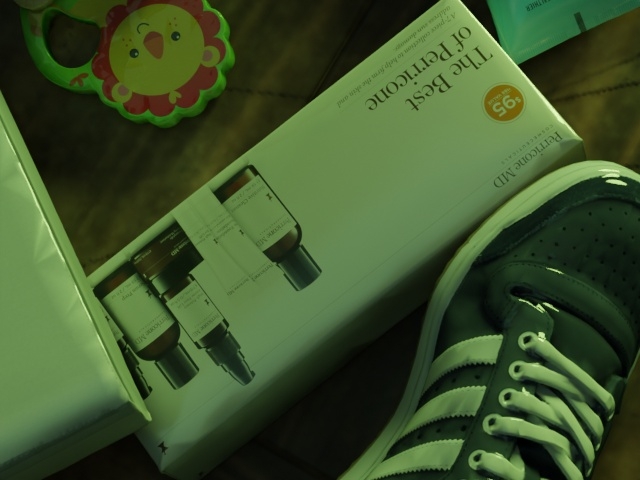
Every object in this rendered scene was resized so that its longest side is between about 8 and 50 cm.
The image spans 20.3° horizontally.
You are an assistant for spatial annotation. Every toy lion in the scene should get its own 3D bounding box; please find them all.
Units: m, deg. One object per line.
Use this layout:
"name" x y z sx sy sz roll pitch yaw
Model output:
"toy lion" -0.095 -0.100 0.885 0.100 0.034 0.096 -15 82 7

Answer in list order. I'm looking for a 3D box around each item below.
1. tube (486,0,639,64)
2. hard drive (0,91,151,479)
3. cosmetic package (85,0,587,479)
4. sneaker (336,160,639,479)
"tube" 0.083 -0.191 0.864 0.080 0.052 0.207 -27 78 9
"hard drive" -0.281 0.061 0.802 0.353 0.047 0.233 -27 66 -2
"cosmetic package" 0.000 0.000 0.825 0.239 0.060 0.099 -39 74 0
"sneaker" 0.075 0.097 0.727 0.099 0.153 0.282 36 89 -16
